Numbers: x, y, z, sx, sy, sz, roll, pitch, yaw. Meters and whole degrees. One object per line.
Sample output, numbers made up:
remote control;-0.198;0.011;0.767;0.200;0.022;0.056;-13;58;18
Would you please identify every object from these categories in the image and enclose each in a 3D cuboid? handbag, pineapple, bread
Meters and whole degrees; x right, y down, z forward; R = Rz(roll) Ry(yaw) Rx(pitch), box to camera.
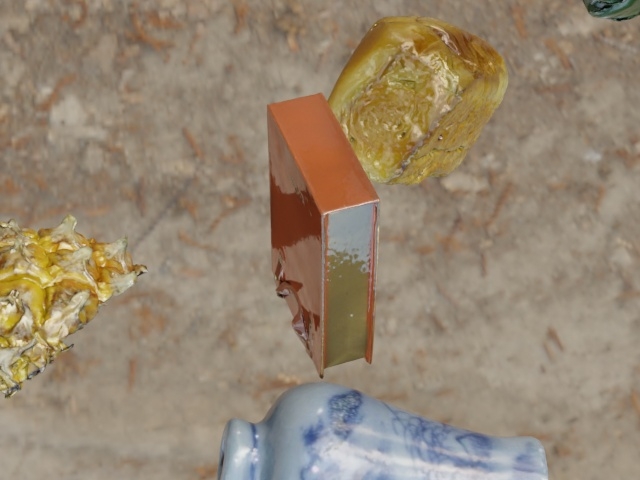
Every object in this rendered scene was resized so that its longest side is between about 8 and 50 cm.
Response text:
handbag;0.000;0.000;1.143;0.062;0.127;0.190;-15;139;-13
pineapple;-0.326;0.074;1.419;0.334;0.158;0.161;-35;103;-10
bread;0.108;-0.154;1.599;0.132;0.294;0.167;30;105;11

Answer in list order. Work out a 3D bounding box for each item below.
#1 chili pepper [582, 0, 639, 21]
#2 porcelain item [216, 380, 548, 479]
chili pepper;0.225;-0.310;1.158;0.165;0.261;0.174;-23;172;24
porcelain item;0.048;0.188;1.202;0.259;0.141;0.141;7;129;-10
